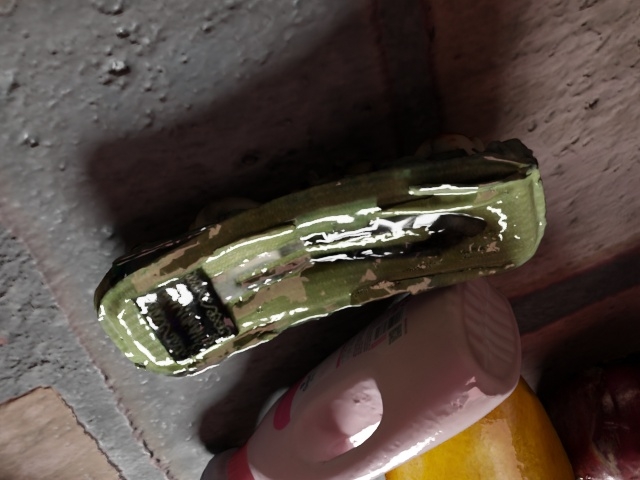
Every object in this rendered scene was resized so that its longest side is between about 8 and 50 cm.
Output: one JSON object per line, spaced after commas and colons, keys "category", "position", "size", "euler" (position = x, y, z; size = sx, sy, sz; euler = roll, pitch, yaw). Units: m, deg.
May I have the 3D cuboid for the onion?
{"category": "onion", "position": [0.334, 0.223, 0.904], "size": [0.246, 0.190, 0.246], "euler": [-3, 144, -2]}

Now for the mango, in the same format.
{"category": "mango", "position": [0.145, 0.212, 0.828], "size": [0.138, 0.187, 0.257], "euler": [-42, 124, -36]}

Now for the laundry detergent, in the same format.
{"category": "laundry detergent", "position": [0.020, 0.155, 0.726], "size": [0.088, 0.159, 0.335], "euler": [40, 122, -15]}

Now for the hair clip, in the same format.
{"category": "hair clip", "position": [-0.001, -0.001, 0.618], "size": [0.321, 0.091, 0.138], "euler": [-17, 140, 6]}
